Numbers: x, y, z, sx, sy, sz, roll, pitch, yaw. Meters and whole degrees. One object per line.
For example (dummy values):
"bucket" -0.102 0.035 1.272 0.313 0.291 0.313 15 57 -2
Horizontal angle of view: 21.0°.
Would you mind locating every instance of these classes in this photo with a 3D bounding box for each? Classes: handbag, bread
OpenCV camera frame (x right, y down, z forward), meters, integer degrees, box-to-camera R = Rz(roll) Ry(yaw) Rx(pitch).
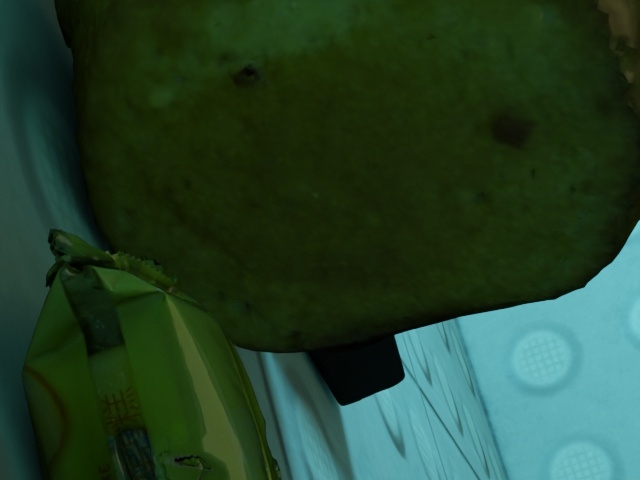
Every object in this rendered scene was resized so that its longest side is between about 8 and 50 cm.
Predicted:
"handbag" 0.000 0.000 1.551 0.223 0.080 0.247 -103 171 -45
"bread" 0.035 -0.090 0.967 0.204 0.358 0.337 -93 162 -48

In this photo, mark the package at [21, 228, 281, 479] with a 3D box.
"package" -0.065 0.104 0.745 0.168 0.090 0.226 51 23 -78
